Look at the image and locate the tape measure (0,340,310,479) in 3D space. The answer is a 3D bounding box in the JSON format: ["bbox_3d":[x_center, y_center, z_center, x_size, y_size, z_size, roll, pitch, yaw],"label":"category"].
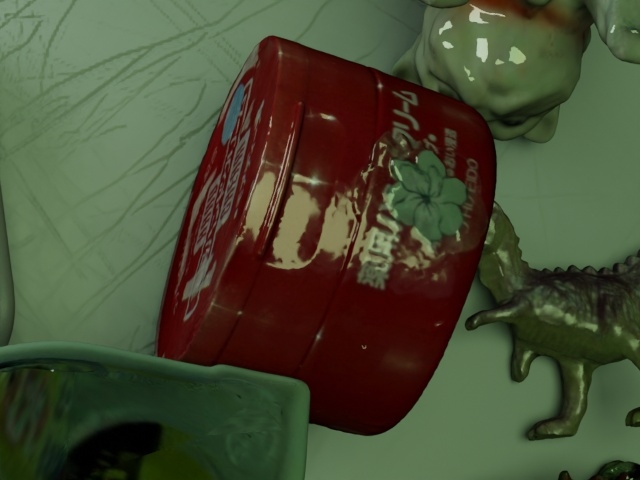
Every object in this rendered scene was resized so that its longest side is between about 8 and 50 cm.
[{"bbox_3d":[-0.137,0.182,0.914,0.262,0.138,0.259,16,56,-8],"label":"tape measure"}]

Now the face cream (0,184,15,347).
[{"bbox_3d":[-0.271,0.023,1.035,0.163,0.080,0.337,-6,84,-15],"label":"face cream"}]

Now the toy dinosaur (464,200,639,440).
[{"bbox_3d":[0.199,0.034,1.159,0.251,0.072,0.200,-6,74,-5],"label":"toy dinosaur"}]

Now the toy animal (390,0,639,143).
[{"bbox_3d":[0.067,-0.205,1.129,0.307,0.188,0.266,12,59,-1],"label":"toy animal"}]

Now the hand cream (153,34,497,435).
[{"bbox_3d":[0.000,0.000,1.034,0.149,0.230,0.230,20,79,-15],"label":"hand cream"}]

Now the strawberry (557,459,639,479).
[{"bbox_3d":[0.148,0.255,1.099,0.286,0.106,0.188,-44,93,-14],"label":"strawberry"}]
